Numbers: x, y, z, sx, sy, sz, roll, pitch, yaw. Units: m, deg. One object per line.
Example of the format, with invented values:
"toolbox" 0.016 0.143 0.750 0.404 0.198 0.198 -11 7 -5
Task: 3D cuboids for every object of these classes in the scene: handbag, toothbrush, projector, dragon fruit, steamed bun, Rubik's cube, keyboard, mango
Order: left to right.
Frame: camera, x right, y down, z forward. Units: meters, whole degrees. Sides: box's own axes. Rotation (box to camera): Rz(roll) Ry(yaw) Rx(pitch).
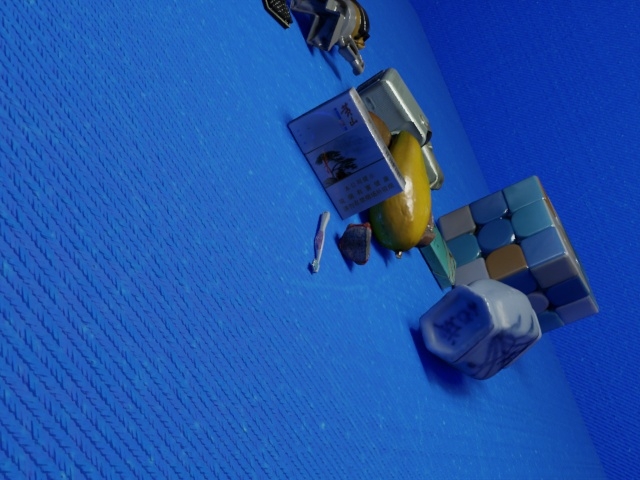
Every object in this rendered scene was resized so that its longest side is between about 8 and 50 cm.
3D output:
"keyboard" -0.133 -0.661 1.756 0.106 0.027 0.317 27 41 -57
"toothbrush" 0.000 0.000 1.324 0.204 0.017 0.022 -77 156 -58
"dragon fruit" 0.069 0.004 1.429 0.056 0.060 0.083 -43 133 -75
"projector" 0.190 -0.328 1.950 0.242 0.163 0.177 55 24 -15
"mango" 0.189 -0.109 1.668 0.176 0.119 0.316 31 60 -43
"steamed bun" 0.226 -0.070 1.814 0.145 0.106 0.175 25 46 -59
"handbag" 0.293 -0.297 2.238 0.315 0.109 0.253 65 16 5
"Rubik's cube" 0.607 0.074 2.220 0.347 0.347 0.344 44 28 -41

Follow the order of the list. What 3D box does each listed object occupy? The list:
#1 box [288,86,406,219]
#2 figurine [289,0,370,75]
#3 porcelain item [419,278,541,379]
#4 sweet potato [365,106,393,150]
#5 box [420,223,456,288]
"box" 0.058 -0.179 1.478 0.233 0.149 0.067 59 19 -13
"figurine" 0.044 -0.593 1.940 0.308 0.143 0.308 21 66 -59
"porcelain item" 0.390 0.212 1.701 0.178 0.242 0.405 53 17 25
"sweet potato" 0.112 -0.240 1.718 0.337 0.131 0.131 6 60 -66
"box" 0.312 0.007 2.019 0.229 0.041 0.162 59 22 -12
